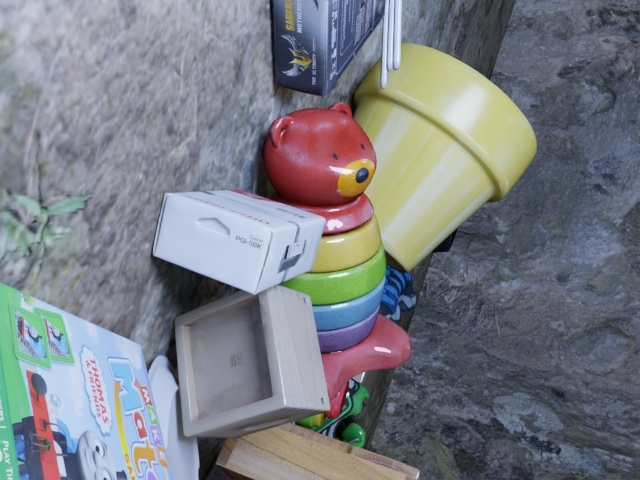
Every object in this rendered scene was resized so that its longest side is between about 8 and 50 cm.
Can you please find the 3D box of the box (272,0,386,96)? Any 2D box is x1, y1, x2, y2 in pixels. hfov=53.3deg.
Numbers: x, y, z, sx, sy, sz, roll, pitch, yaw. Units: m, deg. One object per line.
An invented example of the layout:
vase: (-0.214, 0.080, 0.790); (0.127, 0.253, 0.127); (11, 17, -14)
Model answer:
box: (0.017, -0.282, 0.596); (0.231, 0.056, 0.183); (91, 21, -48)

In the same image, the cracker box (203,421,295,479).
cracker box: (-0.112, 0.354, 0.881); (0.232, 0.067, 0.155); (-55, 155, -44)

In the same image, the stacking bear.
stacking bear: (0.000, 0.000, 0.693); (0.176, 0.164, 0.288); (-18, 121, -32)

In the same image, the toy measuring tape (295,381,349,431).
toy measuring tape: (0.000, 0.168, 0.977); (0.121, 0.122, 0.329); (-4, 108, -74)

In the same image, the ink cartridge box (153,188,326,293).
ink cartridge box: (-0.066, -0.004, 0.557); (0.135, 0.099, 0.056); (-17, 125, -71)

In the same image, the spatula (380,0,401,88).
spatula: (0.085, -0.302, 0.723); (0.168, 0.019, 0.241); (-118, -152, -87)

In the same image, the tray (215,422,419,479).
tray: (0.022, 0.338, 0.819); (0.410, 0.203, 0.076); (78, 32, -56)

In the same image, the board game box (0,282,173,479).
board game box: (-0.146, 0.120, 0.370); (0.211, 0.039, 0.160); (68, 1, -69)

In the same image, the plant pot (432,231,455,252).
plant pot: (0.207, -0.077, 1.295); (0.188, 0.167, 0.187); (79, 34, -64)

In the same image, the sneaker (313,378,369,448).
sneaker: (-0.008, 0.379, 1.127); (0.134, 0.147, 0.343); (-44, 150, -59)

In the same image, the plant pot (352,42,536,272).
plant pot: (0.123, -0.096, 0.881); (0.239, 0.254, 0.254); (-53, 163, -3)

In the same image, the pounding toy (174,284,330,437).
pounding toy: (-0.070, 0.111, 0.597); (0.100, 0.141, 0.130); (26, 47, -53)

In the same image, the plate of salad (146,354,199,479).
plate of salad: (-0.142, 0.202, 0.561); (0.200, 0.048, 0.199); (174, -90, -87)

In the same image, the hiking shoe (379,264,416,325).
hiking shoe: (0.099, 0.086, 1.176); (0.304, 0.113, 0.131); (-16, 99, -72)

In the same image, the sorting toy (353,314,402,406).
sorting toy: (0.102, 0.221, 1.429); (0.255, 0.090, 0.257); (68, 44, -67)
